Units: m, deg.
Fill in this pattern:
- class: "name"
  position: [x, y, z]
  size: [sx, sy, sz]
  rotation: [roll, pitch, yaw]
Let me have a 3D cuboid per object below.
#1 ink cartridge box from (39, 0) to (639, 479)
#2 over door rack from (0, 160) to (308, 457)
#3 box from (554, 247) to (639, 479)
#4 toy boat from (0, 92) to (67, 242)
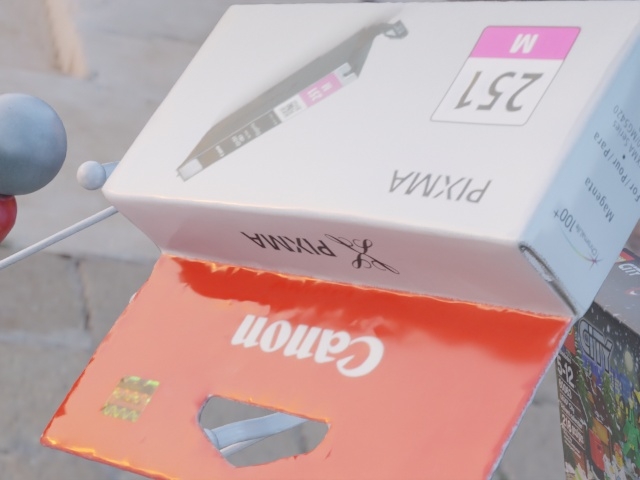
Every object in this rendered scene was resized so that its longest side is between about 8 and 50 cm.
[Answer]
- class: "ink cartridge box"
  position: [0.000, 0.000, 0.794]
  size: [0.275, 0.060, 0.239]
  rotation: [7, 57, 46]
- class: "over door rack"
  position: [-0.145, 0.074, 1.328]
  size: [0.108, 0.324, 0.240]
  rotation: [22, 41, -65]
- class: "box"
  position: [0.164, 0.111, 0.785]
  size: [0.044, 0.159, 0.233]
  rotation: [-11, 17, -10]
- class: "toy boat"
  position: [-0.281, -0.025, 1.080]
  size: [0.267, 0.148, 0.318]
  rotation: [44, 22, 17]
